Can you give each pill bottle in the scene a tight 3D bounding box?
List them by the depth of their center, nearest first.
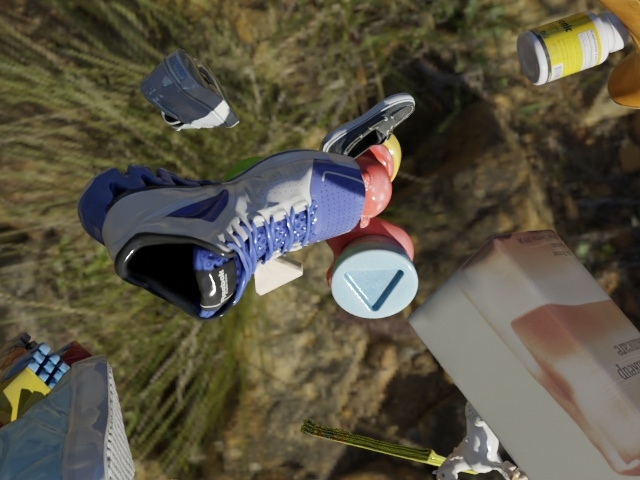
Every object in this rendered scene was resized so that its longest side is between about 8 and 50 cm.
[{"bbox_3d":[0.291,-0.226,1.325,0.065,0.116,0.065,161,-90,-81],"label":"pill bottle"}]

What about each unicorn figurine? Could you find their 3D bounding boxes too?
[{"bbox_3d":[0.179,0.228,1.270,0.060,0.111,0.161,7,96,-43],"label":"unicorn figurine"}]

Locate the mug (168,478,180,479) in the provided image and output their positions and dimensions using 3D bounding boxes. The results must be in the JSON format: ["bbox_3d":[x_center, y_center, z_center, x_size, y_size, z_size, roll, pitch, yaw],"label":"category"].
[{"bbox_3d":[-0.187,0.322,1.385,0.078,0.064,0.062,35,71,-74],"label":"mug"}]

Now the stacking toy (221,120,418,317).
[{"bbox_3d":[0.000,0.000,1.691,0.130,0.280,0.309,-89,167,-53],"label":"stacking toy"}]

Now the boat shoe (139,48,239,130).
[{"bbox_3d":[-0.173,-0.184,1.488,0.079,0.081,0.227,62,8,12],"label":"boat shoe"}]

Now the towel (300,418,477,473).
[{"bbox_3d":[0.087,0.268,1.505,0.102,0.237,0.021,20,79,-41],"label":"towel"}]

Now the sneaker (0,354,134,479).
[{"bbox_3d":[-0.250,0.193,1.030,0.366,0.150,0.135,-152,-129,-80],"label":"sneaker"}]

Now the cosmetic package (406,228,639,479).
[{"bbox_3d":[0.239,0.141,1.071,0.296,0.129,0.153,53,28,18],"label":"cosmetic package"}]

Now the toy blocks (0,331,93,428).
[{"bbox_3d":[-0.395,0.232,1.411,0.190,0.261,0.381,50,28,-18],"label":"toy blocks"}]

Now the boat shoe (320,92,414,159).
[{"bbox_3d":[0.066,-0.136,1.437,0.040,0.142,0.049,49,-23,24],"label":"boat shoe"}]

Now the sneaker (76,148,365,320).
[{"bbox_3d":[-0.093,0.005,1.251,0.182,0.316,0.127,-118,-152,-48],"label":"sneaker"}]

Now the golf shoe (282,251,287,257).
[{"bbox_3d":[-0.149,-0.013,1.891,0.077,0.198,0.093,-97,-172,-61],"label":"golf shoe"}]

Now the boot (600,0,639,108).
[{"bbox_3d":[0.371,-0.244,1.286,0.211,0.295,0.104,21,73,-27],"label":"boot"}]
